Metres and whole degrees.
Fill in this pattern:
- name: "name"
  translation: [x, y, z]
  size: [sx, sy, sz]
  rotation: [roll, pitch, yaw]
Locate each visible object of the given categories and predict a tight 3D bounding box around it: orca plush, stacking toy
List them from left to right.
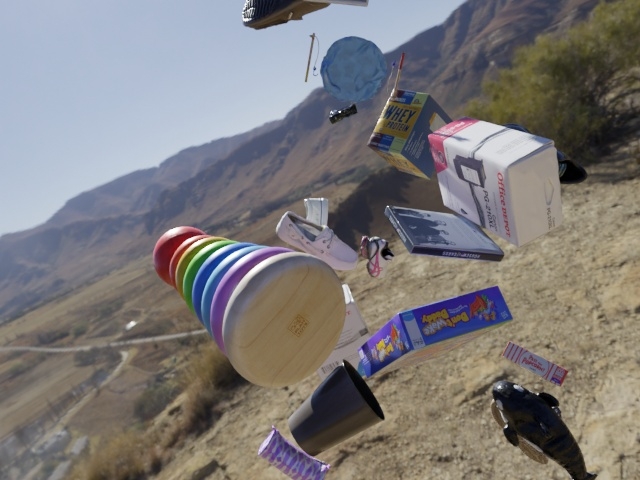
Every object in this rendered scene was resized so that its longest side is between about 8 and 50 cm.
- name: "stacking toy"
  translation: [-0.118, 0.046, 0.611]
  size: [0.141, 0.141, 0.330]
  rotation: [-30, 30, -26]
- name: "orca plush"
  translation: [0.507, 0.454, 1.131]
  size: [0.151, 0.287, 0.102]
  rotation: [-29, -17, 13]

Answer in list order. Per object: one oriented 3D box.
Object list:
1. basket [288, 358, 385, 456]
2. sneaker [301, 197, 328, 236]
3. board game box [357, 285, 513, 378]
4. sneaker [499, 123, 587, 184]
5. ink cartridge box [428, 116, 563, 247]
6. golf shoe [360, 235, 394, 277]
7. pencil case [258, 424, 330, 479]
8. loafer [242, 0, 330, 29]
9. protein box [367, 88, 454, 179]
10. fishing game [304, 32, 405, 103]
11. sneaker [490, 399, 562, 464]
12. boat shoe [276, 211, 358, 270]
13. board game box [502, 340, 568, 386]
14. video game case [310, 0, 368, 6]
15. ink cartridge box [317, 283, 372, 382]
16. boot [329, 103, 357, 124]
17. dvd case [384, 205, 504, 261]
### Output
- name: "basket"
  translation: [0.034, 0.484, 1.386]
  size: [0.227, 0.154, 0.204]
  rotation: [-39, 51, 5]
- name: "sneaker"
  translation: [-0.027, -0.020, 1.669]
  size: [0.091, 0.258, 0.094]
  rotation: [5, -17, -5]
- name: "board game box"
  translation: [0.241, 0.219, 1.125]
  size: [0.233, 0.078, 0.347]
  rotation: [-13, -21, -15]
- name: "sneaker"
  translation: [0.494, -0.192, 1.122]
  size: [0.267, 0.101, 0.106]
  rotation: [13, 19, -22]
- name: "ink cartridge box"
  translation: [0.323, -0.118, 0.928]
  size: [0.100, 0.172, 0.237]
  rotation: [-28, 31, -10]
- name: "golf shoe"
  translation: [0.176, 0.058, 1.440]
  size: [0.086, 0.186, 0.067]
  rotation: [6, 59, 24]
- name: "pencil case"
  translation: [-0.074, 0.617, 1.381]
  size: [0.088, 0.206, 0.086]
  rotation: [-55, 5, -5]
- name: "loafer"
  translation: [-0.109, -0.771, 1.639]
  size: [0.366, 0.134, 0.130]
  rotation: [1, -12, 36]
- name: "protein box"
  translation: [0.289, -0.331, 1.544]
  size: [0.136, 0.201, 0.200]
  rotation: [26, 91, 43]
- name: "fishing game"
  translation: [0.091, -0.468, 1.357]
  size: [0.264, 0.189, 0.041]
  rotation: [8, 39, 1]
- name: "sneaker"
  translation: [0.606, 0.506, 1.439]
  size: [0.153, 0.282, 0.099]
  rotation: [-49, 22, -26]
- name: "boat shoe"
  translation: [0.000, 0.000, 1.507]
  size: [0.096, 0.277, 0.098]
  rotation: [120, 174, -46]
- name: "board game box"
  translation: [0.551, 0.320, 1.272]
  size: [0.045, 0.146, 0.193]
  rotation: [-62, -26, -2]
- name: "video game case"
  translation: [0.052, -0.737, 1.341]
  size: [0.190, 0.173, 0.022]
  rotation: [13, 10, 14]
- name: "ink cartridge box"
  translation: [0.058, 0.336, 1.706]
  size: [0.223, 0.307, 0.129]
  rotation: [-24, 26, 4]
- name: "boot"
  translation: [0.085, -0.463, 1.781]
  size: [0.099, 0.045, 0.121]
  rotation: [-23, 20, 17]
- name: "dvd case"
  translation: [0.290, -0.017, 1.169]
  size: [0.238, 0.030, 0.179]
  rotation: [6, 31, -18]
